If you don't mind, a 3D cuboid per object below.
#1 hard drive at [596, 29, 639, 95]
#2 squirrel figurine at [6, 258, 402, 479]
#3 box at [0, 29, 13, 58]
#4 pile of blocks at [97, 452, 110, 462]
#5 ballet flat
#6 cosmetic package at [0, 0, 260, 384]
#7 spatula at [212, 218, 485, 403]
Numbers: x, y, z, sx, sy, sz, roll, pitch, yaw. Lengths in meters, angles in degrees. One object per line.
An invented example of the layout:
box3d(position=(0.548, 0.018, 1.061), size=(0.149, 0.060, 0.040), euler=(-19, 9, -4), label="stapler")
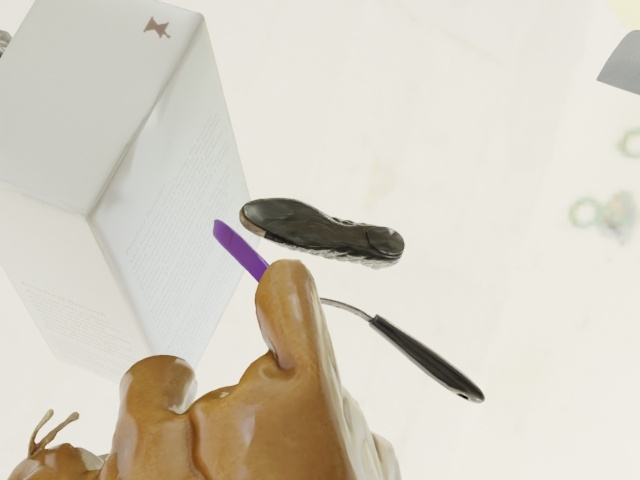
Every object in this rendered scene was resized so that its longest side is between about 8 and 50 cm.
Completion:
box3d(position=(0.354, -0.106, 1.203), size=(0.172, 0.254, 0.054), euler=(-5, -68, -47), label="hard drive")
box3d(position=(-0.127, 0.272, 1.333), size=(0.281, 0.370, 0.397), euler=(64, -167, -47), label="squirrel figurine")
box3d(position=(-0.471, -0.094, 1.567), size=(0.295, 0.073, 0.293), euler=(9, -60, -43), label="box")
box3d(position=(-0.159, 0.370, 1.528), size=(0.149, 0.112, 0.362), euler=(45, -148, -71), label="pile of blocks")
box3d(position=(0.000, 0.000, 1.535), size=(0.173, 0.049, 0.057), euler=(15, -130, -23), label="ballet flat")
box3d(position=(-0.200, -0.035, 1.622), size=(0.453, 0.161, 0.230), euler=(81, -148, -62), label="cosmetic package")
box3d(position=(0.023, 0.068, 1.480), size=(0.030, 0.296, 0.084), euler=(-60, -4, -16), label="spatula")
